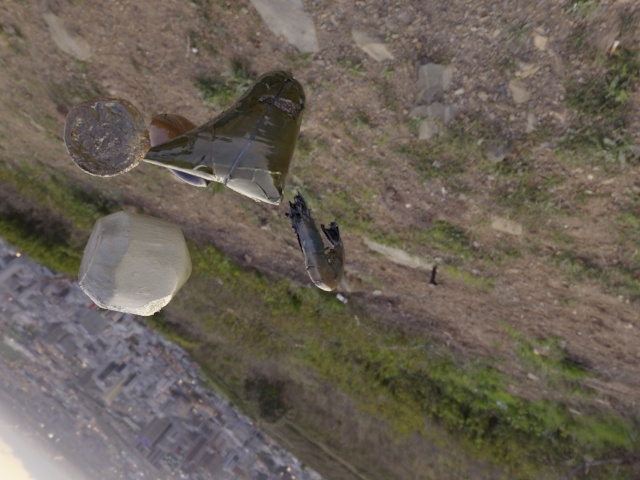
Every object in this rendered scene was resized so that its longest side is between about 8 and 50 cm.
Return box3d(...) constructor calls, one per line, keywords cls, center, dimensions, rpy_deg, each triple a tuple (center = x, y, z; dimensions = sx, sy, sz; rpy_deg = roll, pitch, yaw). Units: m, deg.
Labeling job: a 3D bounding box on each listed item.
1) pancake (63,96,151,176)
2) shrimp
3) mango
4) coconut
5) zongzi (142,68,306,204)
box3d(cls="pancake", center=(-0.388, -0.188, 0.954), dimensions=(0.151, 0.152, 0.025), rpy_deg=(59, 165, -24))
box3d(cls="shrimp", center=(0.006, -0.002, 1.486), dimensions=(0.075, 0.178, 0.289), rpy_deg=(-30, 77, 37))
box3d(cls="mango", center=(-0.438, -0.296, 1.677), dimensions=(0.287, 0.201, 0.152), rpy_deg=(42, 110, 16))
box3d(cls="coconut", center=(-0.432, 0.057, 1.252), dimensions=(0.248, 0.244, 0.245), rpy_deg=(18, 158, -32))
box3d(cls="zongzi", center=(-0.241, -0.314, 1.371), dimensions=(0.393, 0.355, 0.174), rpy_deg=(17, 178, -23))
